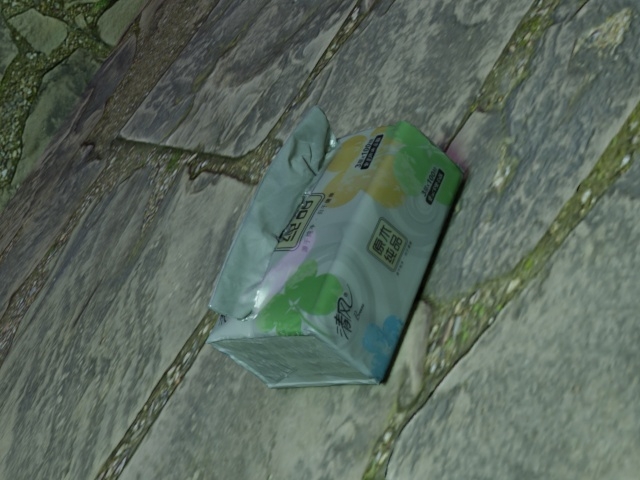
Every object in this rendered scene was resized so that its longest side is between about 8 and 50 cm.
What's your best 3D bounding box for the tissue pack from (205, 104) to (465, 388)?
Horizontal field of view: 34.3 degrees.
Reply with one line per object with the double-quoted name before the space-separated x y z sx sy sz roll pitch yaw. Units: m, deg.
"tissue pack" 0.000 0.000 0.927 0.159 0.145 0.229 -11 46 49
